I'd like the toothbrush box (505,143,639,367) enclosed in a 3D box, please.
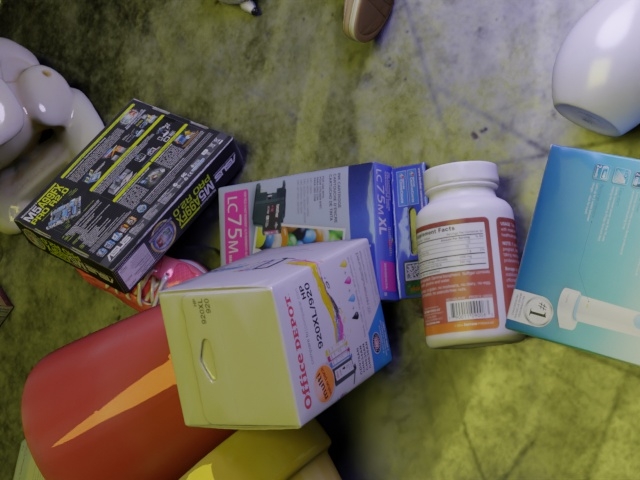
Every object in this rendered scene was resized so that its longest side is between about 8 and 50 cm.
[{"bbox_3d":[0.378,0.033,1.125,0.295,0.126,0.216,14,91,33],"label":"toothbrush box"}]

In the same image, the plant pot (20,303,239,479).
[{"bbox_3d":[-0.219,0.210,1.403,0.243,0.275,0.275,-34,68,23],"label":"plant pot"}]

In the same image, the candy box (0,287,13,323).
[{"bbox_3d":[-0.617,0.141,1.790,0.187,0.053,0.109,-50,61,16],"label":"candy box"}]

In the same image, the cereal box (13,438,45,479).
[{"bbox_3d":[-0.377,0.320,1.572,0.240,0.047,0.173,-38,31,25],"label":"cereal box"}]

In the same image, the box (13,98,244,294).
[{"bbox_3d":[-0.275,-0.072,1.509,0.216,0.060,0.270,22,61,32],"label":"box"}]

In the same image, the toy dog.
[{"bbox_3d":[-0.582,-0.222,1.597,0.284,0.408,0.395,-24,72,28],"label":"toy dog"}]

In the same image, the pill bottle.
[{"bbox_3d":[0.178,0.019,1.257,0.121,0.121,0.216,-10,79,31],"label":"pill bottle"}]

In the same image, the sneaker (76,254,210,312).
[{"bbox_3d":[-0.283,0.055,1.537,0.314,0.136,0.116,28,101,31],"label":"sneaker"}]

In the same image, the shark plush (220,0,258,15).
[{"bbox_3d":[-0.131,-0.385,1.558,0.161,0.073,0.067,17,74,53],"label":"shark plush"}]

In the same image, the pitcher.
[{"bbox_3d":[0.370,-0.216,1.173,0.177,0.125,0.207,27,88,16],"label":"pitcher"}]

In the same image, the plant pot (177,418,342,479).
[{"bbox_3d":[-0.055,0.364,1.310,0.254,0.254,0.239,-44,80,21],"label":"plant pot"}]

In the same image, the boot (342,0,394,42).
[{"bbox_3d":[0.020,-0.373,1.428,0.165,0.077,0.213,7,83,32],"label":"boot"}]

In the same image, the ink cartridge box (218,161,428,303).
[{"bbox_3d":[0.000,0.000,1.410,0.311,0.065,0.186,-7,81,30],"label":"ink cartridge box"}]

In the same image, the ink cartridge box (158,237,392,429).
[{"bbox_3d":[-0.049,0.110,1.266,0.168,0.232,0.171,-6,100,32],"label":"ink cartridge box"}]
